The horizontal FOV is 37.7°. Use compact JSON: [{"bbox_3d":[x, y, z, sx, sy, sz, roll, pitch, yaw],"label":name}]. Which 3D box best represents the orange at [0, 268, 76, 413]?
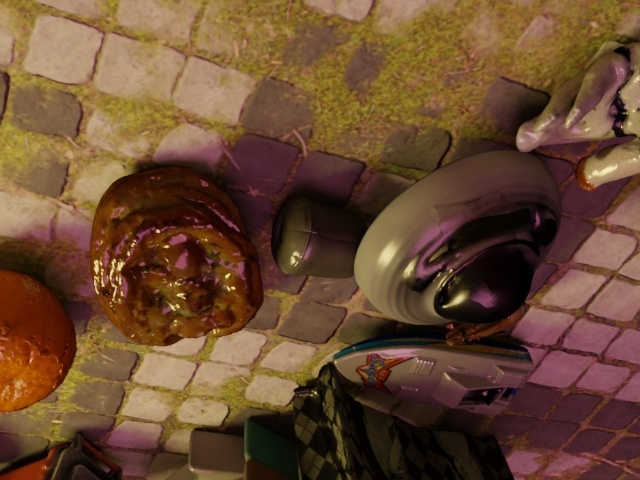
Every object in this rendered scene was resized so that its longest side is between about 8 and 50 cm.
[{"bbox_3d":[-0.403,0.123,1.176,0.193,0.161,0.193,-9,137,-9],"label":"orange"}]

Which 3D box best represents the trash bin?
[{"bbox_3d":[-0.444,0.422,1.473,0.239,0.184,0.161,-17,129,29],"label":"trash bin"}]

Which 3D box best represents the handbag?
[{"bbox_3d":[0.146,0.370,1.395,0.416,0.316,0.180,27,119,-33],"label":"handbag"}]

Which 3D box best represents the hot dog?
[{"bbox_3d":[-0.173,0.041,1.151,0.196,0.122,0.272,-11,134,-5],"label":"hot dog"}]

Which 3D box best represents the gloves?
[{"bbox_3d":[0.327,-0.145,1.043,0.219,0.131,0.140,-1,147,40],"label":"gloves"}]

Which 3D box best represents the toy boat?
[{"bbox_3d":[0.156,0.191,1.361,0.295,0.088,0.129,10,132,-17],"label":"toy boat"}]

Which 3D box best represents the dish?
[{"bbox_3d":[0.190,0.033,1.125,0.273,0.133,0.273,-19,143,-15],"label":"dish"}]

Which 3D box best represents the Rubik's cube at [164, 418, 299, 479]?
[{"bbox_3d":[-0.104,0.490,1.453,0.368,0.358,0.387,-18,123,6],"label":"Rubik's cube"}]

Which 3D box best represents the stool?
[{"bbox_3d":[0.000,0.000,1.152,0.110,0.096,0.096,12,132,-26],"label":"stool"}]

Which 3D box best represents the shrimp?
[{"bbox_3d":[0.209,0.104,1.270,0.163,0.095,0.045,-19,114,-38],"label":"shrimp"}]
